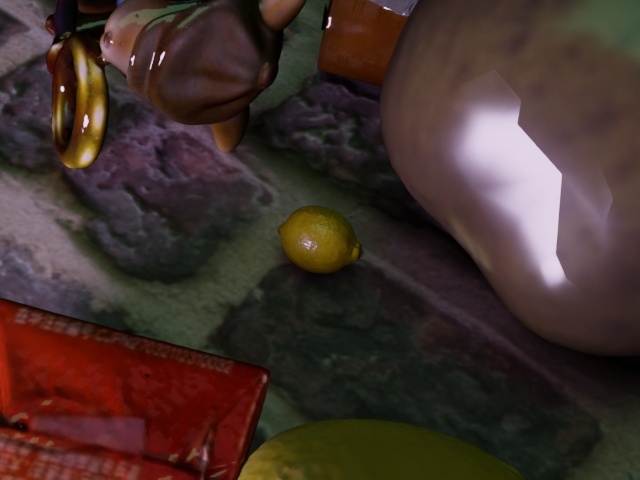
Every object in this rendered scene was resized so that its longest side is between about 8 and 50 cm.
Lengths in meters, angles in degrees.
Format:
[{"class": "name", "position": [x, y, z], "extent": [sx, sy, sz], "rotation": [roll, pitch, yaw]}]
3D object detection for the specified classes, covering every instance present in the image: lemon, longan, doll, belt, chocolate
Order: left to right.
[{"class": "chocolate", "position": [-0.180, 0.181, 0.940], "extent": [0.237, 0.108, 0.235], "rotation": [13, 49, 4]}, {"class": "doll", "position": [-0.171, -0.256, 1.227], "extent": [0.209, 0.318, 0.340], "rotation": [5, 46, -47]}, {"class": "lemon", "position": [0.000, 0.000, 1.156], "extent": [0.083, 0.062, 0.062], "rotation": [16, 49, 6]}, {"class": "belt", "position": [0.069, -0.284, 1.335], "extent": [0.105, 0.184, 0.261], "rotation": [14, 48, 3]}, {"class": "longan", "position": [0.247, -0.101, 1.102], "extent": [0.404, 0.336, 0.404], "rotation": [4, 69, -9]}]

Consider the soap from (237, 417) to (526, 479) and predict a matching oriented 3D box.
[{"class": "soap", "position": [0.090, 0.291, 0.851], "extent": [0.306, 0.115, 0.427], "rotation": [5, 42, -24]}]
